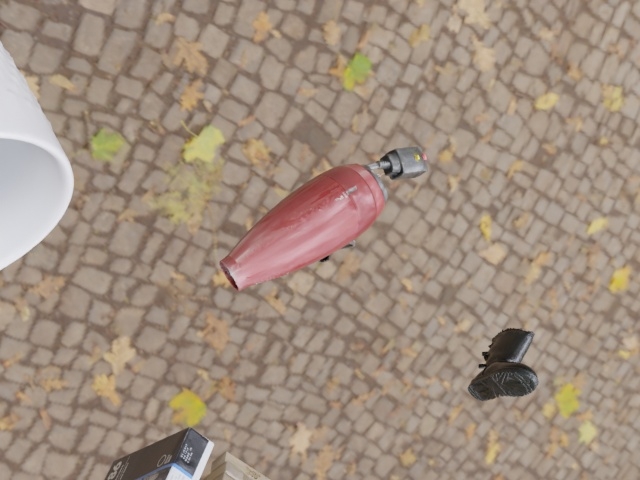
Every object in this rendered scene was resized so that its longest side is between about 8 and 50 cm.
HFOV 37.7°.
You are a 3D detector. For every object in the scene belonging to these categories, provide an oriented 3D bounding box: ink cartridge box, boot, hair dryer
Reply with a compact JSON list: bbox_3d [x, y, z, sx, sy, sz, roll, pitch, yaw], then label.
[{"bbox_3d":[-0.329,0.451,1.661,0.065,0.333,0.165,39,44,-19],"label":"ink cartridge box"},{"bbox_3d":[0.247,0.154,1.203,0.045,0.121,0.099,46,56,-10],"label":"boot"},{"bbox_3d":[0.000,0.000,1.048,0.293,0.080,0.223,-17,152,-53],"label":"hair dryer"}]

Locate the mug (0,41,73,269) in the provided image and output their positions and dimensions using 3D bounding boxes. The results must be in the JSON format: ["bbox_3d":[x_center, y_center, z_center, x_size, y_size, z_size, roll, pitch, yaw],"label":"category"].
[{"bbox_3d":[-0.468,-0.159,0.958,0.276,0.328,0.374,-32,159,-1],"label":"mug"}]

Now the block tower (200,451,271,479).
[{"bbox_3d":[-0.114,0.400,1.039,0.091,0.335,0.097,40,116,-23],"label":"block tower"}]
